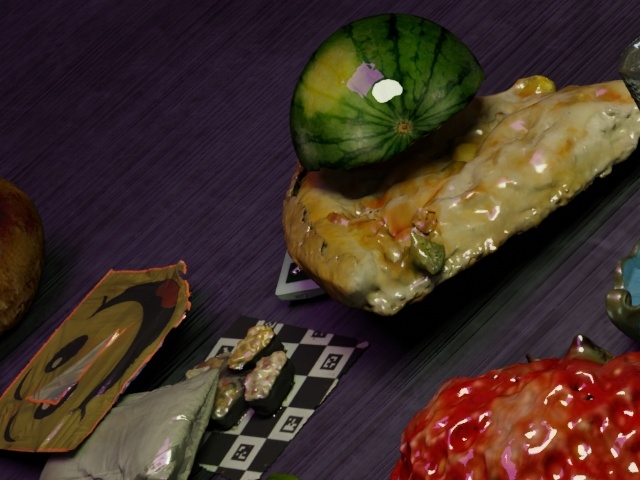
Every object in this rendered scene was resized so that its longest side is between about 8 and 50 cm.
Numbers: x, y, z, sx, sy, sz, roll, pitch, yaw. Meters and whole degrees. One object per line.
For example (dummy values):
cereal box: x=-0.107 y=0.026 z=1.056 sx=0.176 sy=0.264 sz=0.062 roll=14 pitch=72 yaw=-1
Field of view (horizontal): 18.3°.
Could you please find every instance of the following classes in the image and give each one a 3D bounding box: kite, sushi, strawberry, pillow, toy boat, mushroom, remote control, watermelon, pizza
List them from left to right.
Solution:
mushroom: x=-0.440 y=0.037 z=2.355 sx=0.253 sy=0.153 sz=0.253 roll=-23 pitch=36 yaw=19
kite: x=-0.266 y=0.134 z=2.151 sx=0.327 sy=0.013 sz=0.377 roll=-36 pitch=22 yaw=14
pillow: x=-0.198 y=0.204 z=1.989 sx=0.230 sy=0.050 sz=0.148 roll=-15 pitch=34 yaw=42
sushi: x=-0.082 y=0.141 z=1.986 sx=0.210 sy=0.040 sz=0.192 roll=12 pitch=56 yaw=50
remote control: x=0.000 y=0.000 z=2.103 sx=0.065 sy=0.029 sz=0.166 roll=-10 pitch=42 yaw=24
watermelon: x=0.055 y=-0.158 z=1.978 sx=0.204 sy=0.127 sz=0.232 roll=-23 pitch=17 yaw=13
pizza: x=0.098 y=-0.054 z=1.962 sx=0.435 sy=0.080 sz=0.392 roll=-5 pitch=30 yaw=42
strawberry: x=0.169 y=0.223 z=1.423 sx=0.292 sy=0.291 sz=0.310 roll=-4 pitch=28 yaw=41
toy boat: x=0.300 y=0.014 z=1.754 sx=0.075 sy=0.077 sz=0.185 roll=-1 pitch=46 yaw=42

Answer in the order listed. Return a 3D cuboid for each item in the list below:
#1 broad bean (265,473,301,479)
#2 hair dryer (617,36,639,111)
broad bean: x=-0.036 y=0.268 z=1.772 sx=0.061 sy=0.046 sz=0.195 roll=-38 pitch=25 yaw=19
hair dryer: x=0.409 y=-0.057 z=1.556 sx=0.284 sy=0.320 sz=0.155 roll=-16 pitch=36 yaw=13
